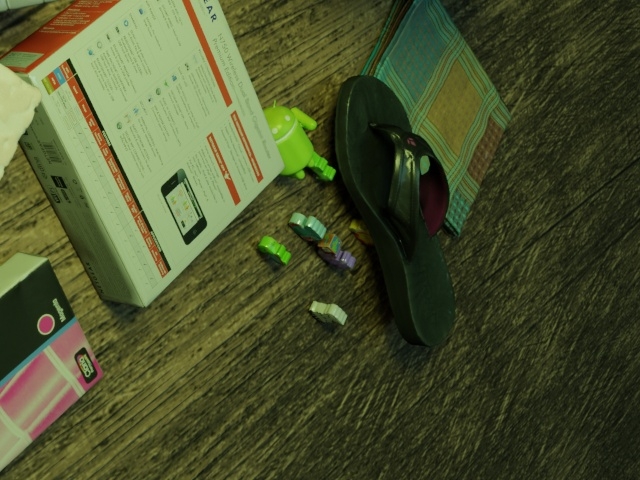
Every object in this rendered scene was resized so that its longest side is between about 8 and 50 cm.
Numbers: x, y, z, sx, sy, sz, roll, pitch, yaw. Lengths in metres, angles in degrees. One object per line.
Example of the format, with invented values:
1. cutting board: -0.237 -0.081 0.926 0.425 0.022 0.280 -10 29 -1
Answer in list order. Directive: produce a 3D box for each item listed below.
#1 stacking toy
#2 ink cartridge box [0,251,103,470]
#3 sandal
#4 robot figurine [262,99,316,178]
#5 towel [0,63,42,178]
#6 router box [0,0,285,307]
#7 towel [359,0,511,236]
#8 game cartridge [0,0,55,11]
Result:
1. stacking toy: 0.000 0.000 1.916 0.221 0.052 0.167 48 58 -41
2. ink cartridge box: -0.408 0.188 1.440 0.371 0.069 0.176 -43 127 -35
3. sandal: 0.141 -0.048 1.958 0.167 0.107 0.446 -47 125 -44
4. robot figurine: -0.053 -0.136 1.809 0.101 0.067 0.115 -49 131 -22
5. towel: -0.462 -0.075 1.286 0.317 0.053 0.332 32 84 -50
6. router box: -0.209 -0.140 1.605 0.301 0.082 0.335 -47 130 -36
7. towel: 0.186 -0.208 2.113 0.370 0.040 0.271 46 62 -44
8. game cartridge: -0.378 -0.394 1.289 0.230 0.068 0.355 -13 110 -10
